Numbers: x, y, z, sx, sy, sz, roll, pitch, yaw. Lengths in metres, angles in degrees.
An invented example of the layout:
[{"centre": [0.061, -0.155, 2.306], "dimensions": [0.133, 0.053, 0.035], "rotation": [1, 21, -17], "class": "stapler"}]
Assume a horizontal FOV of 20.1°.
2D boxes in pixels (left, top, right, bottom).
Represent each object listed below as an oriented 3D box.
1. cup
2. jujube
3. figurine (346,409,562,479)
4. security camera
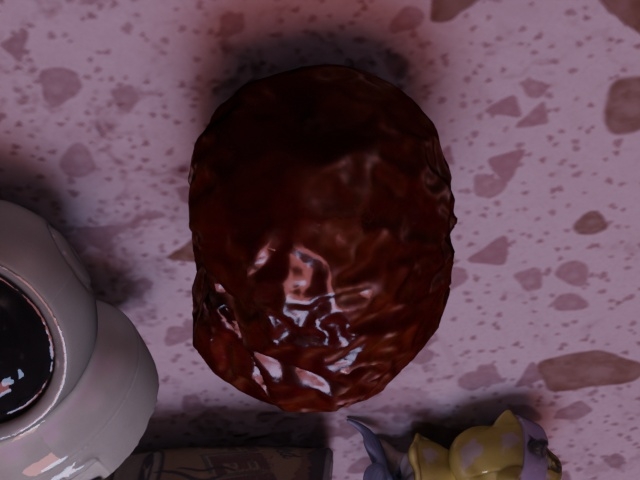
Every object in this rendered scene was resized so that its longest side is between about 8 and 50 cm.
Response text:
[{"centre": [-0.121, 0.287, 1.617], "dimensions": [0.257, 0.227, 0.301], "rotation": [8, 167, 4], "class": "cup"}, {"centre": [0.000, 0.000, 1.281], "dimensions": [0.212, 0.213, 0.232], "rotation": [-3, 136, -3], "class": "jujube"}, {"centre": [0.118, 0.221, 1.597], "dimensions": [0.208, 0.128, 0.184], "rotation": [22, 129, -20], "class": "figurine"}, {"centre": [-0.251, 0.071, 1.357], "dimensions": [0.194, 0.195, 0.236], "rotation": [-19, 130, 14], "class": "security camera"}]
